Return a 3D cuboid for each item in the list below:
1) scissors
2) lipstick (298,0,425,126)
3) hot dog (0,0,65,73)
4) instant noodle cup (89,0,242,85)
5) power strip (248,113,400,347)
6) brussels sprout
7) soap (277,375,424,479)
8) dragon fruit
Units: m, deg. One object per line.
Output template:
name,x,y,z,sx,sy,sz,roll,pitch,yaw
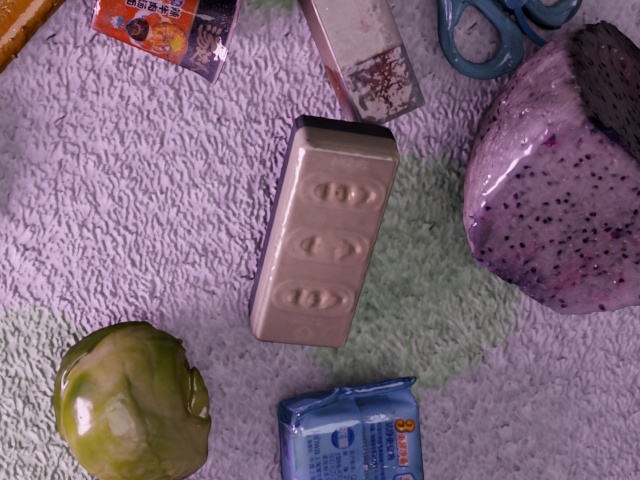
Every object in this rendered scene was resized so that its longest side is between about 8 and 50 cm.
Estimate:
scissors,0.124,-0.314,1.681,0.180,0.032,0.393,-49,122,-3
lipstick,0.000,-0.294,1.677,0.076,0.080,0.372,-24,108,-6
hot dog,-0.287,-0.248,1.630,0.088,0.061,0.286,43,90,-18
instant noodle cup,-0.149,-0.229,1.644,0.135,0.127,0.127,16,99,-8
power strip,0.000,0.000,1.719,0.105,0.070,0.257,7,123,-13
brussels sprout,-0.197,0.175,1.725,0.145,0.131,0.183,-23,108,-29
soap,0.037,0.284,1.828,0.156,0.077,0.293,-6,106,-12
dragon fruit,0.265,-0.072,1.742,0.283,0.204,0.221,36,122,-29
